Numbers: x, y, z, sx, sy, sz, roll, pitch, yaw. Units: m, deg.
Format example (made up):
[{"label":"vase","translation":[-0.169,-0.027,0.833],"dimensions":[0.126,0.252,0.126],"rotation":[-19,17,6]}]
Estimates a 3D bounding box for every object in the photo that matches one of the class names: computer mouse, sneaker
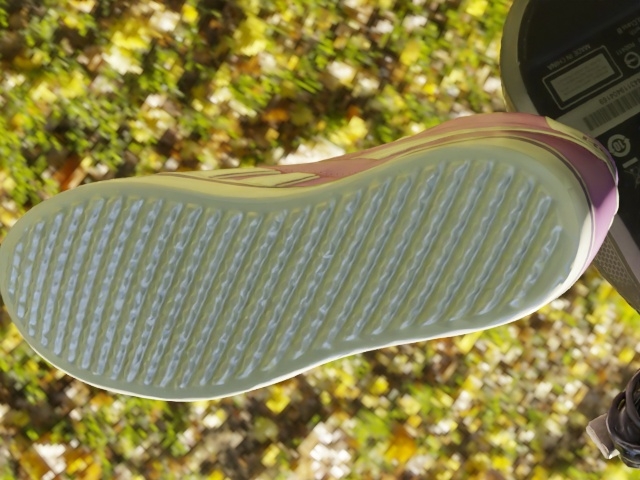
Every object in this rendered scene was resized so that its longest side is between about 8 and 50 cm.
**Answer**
[{"label":"computer mouse","translation":[0.183,-0.025,0.777],"dimensions":[0.188,0.272,0.072],"rotation":[-25,171,-8]},{"label":"sneaker","translation":[0.000,0.001,0.659],"dimensions":[0.161,0.282,0.102],"rotation":[-36,119,-65]}]
